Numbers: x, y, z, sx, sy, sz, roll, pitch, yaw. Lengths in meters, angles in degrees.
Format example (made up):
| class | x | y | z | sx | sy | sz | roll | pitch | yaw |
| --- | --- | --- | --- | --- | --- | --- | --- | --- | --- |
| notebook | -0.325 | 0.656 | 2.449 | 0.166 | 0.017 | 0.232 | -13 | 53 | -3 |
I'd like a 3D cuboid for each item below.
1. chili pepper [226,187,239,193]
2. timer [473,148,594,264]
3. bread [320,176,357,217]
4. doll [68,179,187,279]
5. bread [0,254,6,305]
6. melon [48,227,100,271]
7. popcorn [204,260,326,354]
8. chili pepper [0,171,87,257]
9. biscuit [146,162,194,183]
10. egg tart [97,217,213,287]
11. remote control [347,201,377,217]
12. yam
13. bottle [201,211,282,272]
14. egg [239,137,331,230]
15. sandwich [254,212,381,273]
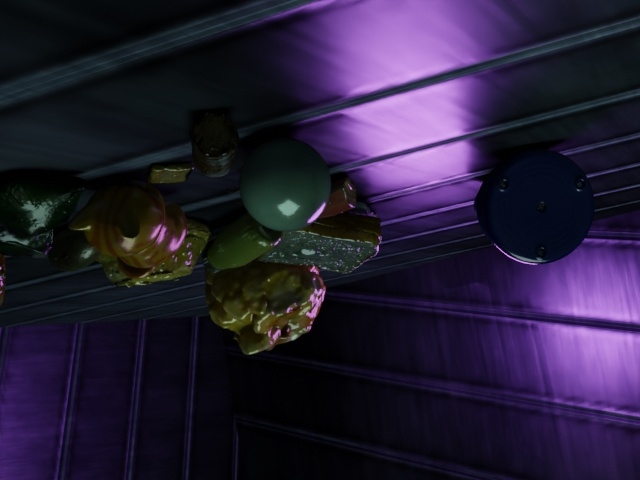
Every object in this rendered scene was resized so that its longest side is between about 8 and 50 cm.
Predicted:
| class | x | y | z | sx | sy | sz | roll | pitch | yaw |
| --- | --- | --- | --- | --- | --- | --- | --- | --- | --- |
| chili pepper | -0.109 | -0.129 | 1.492 | 0.191 | 0.050 | 0.059 | -23 | 149 | 24 |
| timer | 0.496 | -0.088 | 1.895 | 0.270 | 0.271 | 0.383 | -9 | -176 | -5 |
| bread | 0.032 | -0.097 | 1.763 | 0.119 | 0.067 | 0.192 | -2 | 167 | -40 |
| doll | -0.376 | -0.030 | 1.486 | 0.166 | 0.162 | 0.269 | -2 | 163 | 9 |
| bread | -0.759 | 0.058 | 1.474 | 0.246 | 0.196 | 0.176 | -2 | 172 | -39 |
| melon | -0.567 | 0.017 | 1.715 | 0.162 | 0.099 | 0.099 | -24 | 164 | 35 |
| popcorn | -0.171 | 0.142 | 2.221 | 0.344 | 0.354 | 0.390 | -32 | -150 | 9 |
| chili pepper | -0.558 | -0.037 | 1.363 | 0.264 | 0.116 | 0.148 | -19 | 164 | 39 |
| biscuit | -0.287 | -0.128 | 1.409 | 0.081 | 0.018 | 0.083 | -6 | 169 | -21 |
| egg tart | -0.439 | 0.042 | 1.910 | 0.345 | 0.133 | 0.345 | -11 | 172 | -1 |
| remote control | 0.115 | -0.084 | 2.024 | 0.065 | 0.029 | 0.166 | 4 | 177 | 15 |
| yam | -0.175 | -0.153 | 1.209 | 0.079 | 0.079 | 0.141 | -8 | 172 | -12 |
| bottle | -0.212 | 0.009 | 1.909 | 0.112 | 0.112 | 0.260 | -1 | 159 | -44 |
| egg | -0.064 | -0.100 | 1.358 | 0.168 | 0.168 | 0.231 | -10 | 171 | 0 |
| sandwich | 0.000 | 0.000 | 2.005 | 0.301 | 0.099 | 0.271 | 9 | 160 | -20 |
